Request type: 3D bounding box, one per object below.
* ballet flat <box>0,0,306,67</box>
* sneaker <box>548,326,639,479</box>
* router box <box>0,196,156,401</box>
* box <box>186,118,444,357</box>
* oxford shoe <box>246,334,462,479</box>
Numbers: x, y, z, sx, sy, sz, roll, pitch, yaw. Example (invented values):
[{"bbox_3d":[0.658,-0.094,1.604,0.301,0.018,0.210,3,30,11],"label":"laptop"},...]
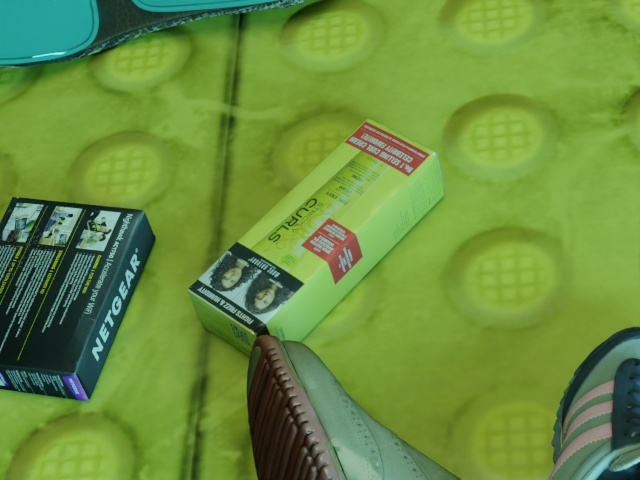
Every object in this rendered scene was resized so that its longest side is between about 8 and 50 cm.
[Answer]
[{"bbox_3d":[-0.219,-0.283,1.438,0.483,0.164,0.182,-10,28,-3],"label":"ballet flat"},{"bbox_3d":[0.214,0.153,0.932,0.112,0.131,0.319,35,45,-3],"label":"sneaker"},{"bbox_3d":[-0.236,0.047,1.217,0.133,0.046,0.179,6,53,17],"label":"router box"},{"bbox_3d":[0.000,0.000,1.194,0.087,0.058,0.232,32,63,33],"label":"box"},{"bbox_3d":[0.051,0.199,1.001,0.130,0.123,0.348,-11,50,-25],"label":"oxford shoe"}]
